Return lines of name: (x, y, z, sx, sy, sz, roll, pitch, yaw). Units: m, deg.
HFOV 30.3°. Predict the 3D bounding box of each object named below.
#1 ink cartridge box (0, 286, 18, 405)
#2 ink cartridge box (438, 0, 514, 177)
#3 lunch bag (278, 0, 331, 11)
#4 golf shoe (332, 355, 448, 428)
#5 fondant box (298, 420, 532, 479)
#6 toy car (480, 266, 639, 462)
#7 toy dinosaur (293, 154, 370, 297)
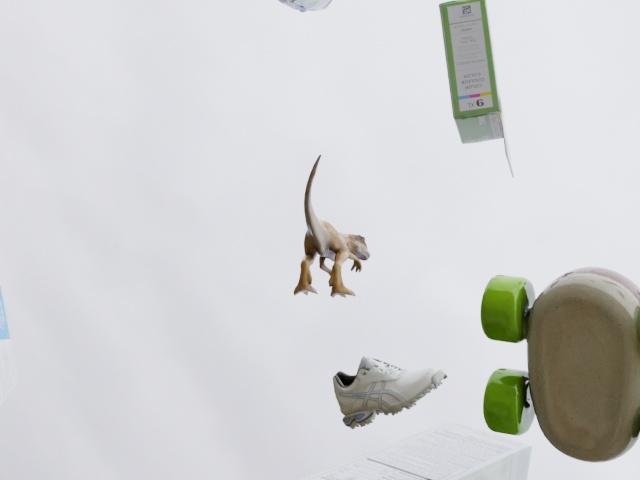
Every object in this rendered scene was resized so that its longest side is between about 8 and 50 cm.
ink cartridge box: (-0.286, 0.098, 0.816, 0.090, 0.143, 0.092, 5, -62, 12)
ink cartridge box: (0.194, -0.186, 1.477, 0.109, 0.062, 0.209, 46, 36, -73)
lunch bag: (-0.079, -0.426, 1.614, 0.243, 0.115, 0.303, 42, 11, 5)
golf shoe: (0.084, 0.190, 1.578, 0.176, 0.069, 0.086, -26, -89, 34)
fondant box: (0.056, 0.308, 1.017, 0.096, 0.330, 0.238, 13, -79, 35)
toy car: (0.233, 0.076, 0.937, 0.155, 0.188, 0.149, 5, -72, 29)
toy dinosaur: (0.000, 0.000, 1.264, 0.064, 0.112, 0.211, -4, -18, 15)
